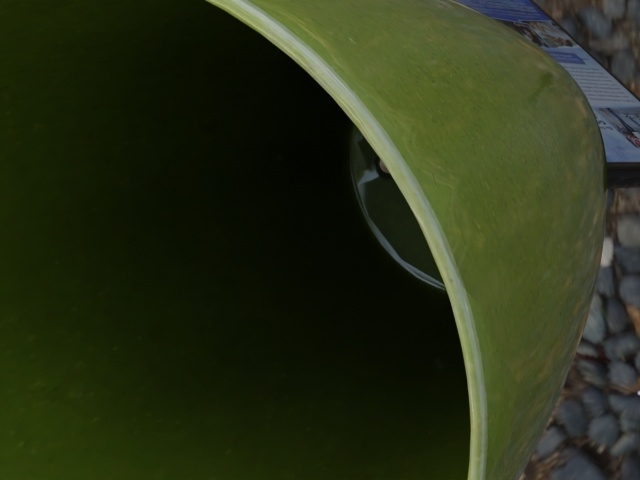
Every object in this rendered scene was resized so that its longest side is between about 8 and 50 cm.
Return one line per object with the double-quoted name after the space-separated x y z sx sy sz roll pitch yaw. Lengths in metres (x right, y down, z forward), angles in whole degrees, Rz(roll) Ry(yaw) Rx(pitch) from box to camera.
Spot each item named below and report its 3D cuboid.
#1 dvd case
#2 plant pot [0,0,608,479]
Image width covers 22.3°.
0.160 -0.125 1.224 0.253 0.180 0.022 49 124 32 "dvd case"
0.000 0.000 0.659 0.275 0.293 0.275 10 111 28 "plant pot"
